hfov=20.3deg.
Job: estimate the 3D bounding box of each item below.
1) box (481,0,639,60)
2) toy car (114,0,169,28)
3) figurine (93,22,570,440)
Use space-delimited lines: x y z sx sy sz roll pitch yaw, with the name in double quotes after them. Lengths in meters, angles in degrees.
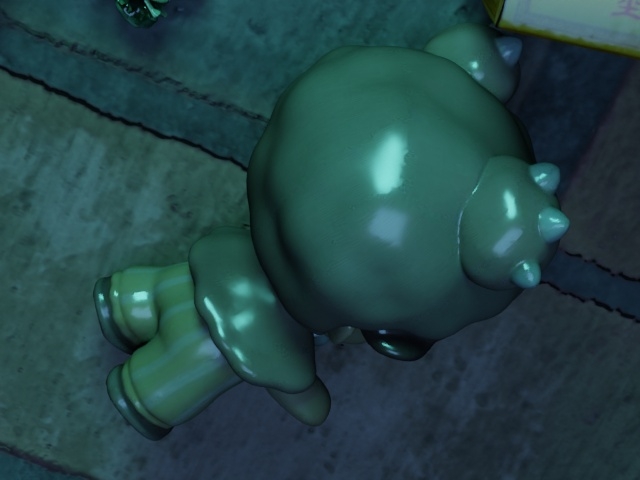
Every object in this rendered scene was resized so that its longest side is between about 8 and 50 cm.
0.189 -0.175 1.143 0.174 0.274 0.076 11 107 -4 "box"
-0.147 -0.216 1.250 0.073 0.054 0.143 -37 106 14 "toy car"
-0.001 0.001 1.262 0.380 0.248 0.203 -33 127 24 "figurine"
